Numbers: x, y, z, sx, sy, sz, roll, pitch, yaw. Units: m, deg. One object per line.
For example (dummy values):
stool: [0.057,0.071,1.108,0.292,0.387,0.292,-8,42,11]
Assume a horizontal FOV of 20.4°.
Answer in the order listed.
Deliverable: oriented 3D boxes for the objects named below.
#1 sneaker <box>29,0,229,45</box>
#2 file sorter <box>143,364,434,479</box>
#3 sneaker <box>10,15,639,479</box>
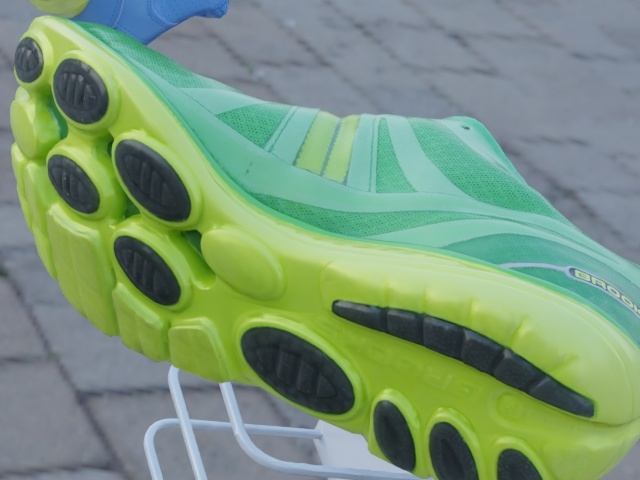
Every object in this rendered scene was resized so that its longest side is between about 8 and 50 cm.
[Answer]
sneaker: [-0.069,-0.187,0.867,0.091,0.126,0.240,21,61,30]
file sorter: [0.009,0.097,1.189,0.173,0.277,0.193,7,36,-25]
sneaker: [0.000,0.000,0.676,0.295,0.109,0.123,29,32,24]
